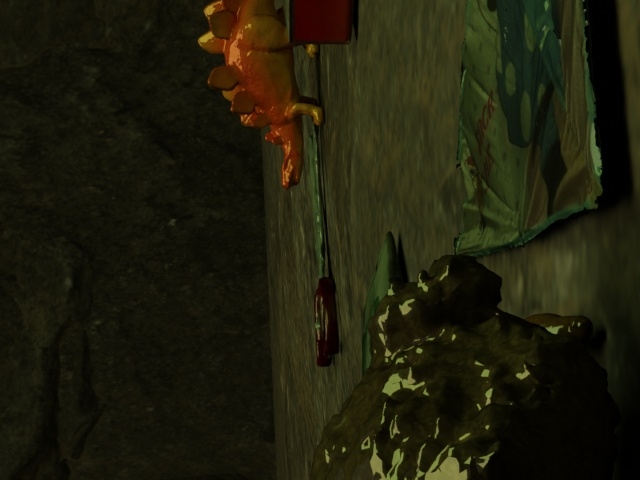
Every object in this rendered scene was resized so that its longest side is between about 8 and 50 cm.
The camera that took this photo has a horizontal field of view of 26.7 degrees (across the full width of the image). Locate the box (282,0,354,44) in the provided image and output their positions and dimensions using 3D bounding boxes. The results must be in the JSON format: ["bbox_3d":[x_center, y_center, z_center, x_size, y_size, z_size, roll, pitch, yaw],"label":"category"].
[{"bbox_3d":[-0.010,-0.260,1.021,0.229,0.050,0.123,-98,8,-47],"label":"box"}]

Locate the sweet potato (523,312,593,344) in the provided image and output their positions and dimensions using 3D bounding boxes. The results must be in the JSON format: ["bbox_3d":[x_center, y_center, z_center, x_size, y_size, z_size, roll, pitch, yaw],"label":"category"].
[{"bbox_3d":[0.068,0.045,0.449,0.115,0.026,0.026,94,171,-63],"label":"sweet potato"}]

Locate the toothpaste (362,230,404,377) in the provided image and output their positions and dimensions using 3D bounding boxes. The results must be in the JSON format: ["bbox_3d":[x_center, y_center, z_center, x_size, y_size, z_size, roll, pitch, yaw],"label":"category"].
[{"bbox_3d":[0.041,0.089,0.771,0.218,0.041,0.064,-95,15,-46],"label":"toothpaste"}]

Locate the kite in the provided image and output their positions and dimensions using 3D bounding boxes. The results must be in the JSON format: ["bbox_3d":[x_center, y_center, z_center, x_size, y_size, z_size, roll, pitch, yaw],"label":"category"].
[{"bbox_3d":[0.063,-0.111,0.480,0.314,0.011,0.335,-99,7,-52],"label":"kite"}]

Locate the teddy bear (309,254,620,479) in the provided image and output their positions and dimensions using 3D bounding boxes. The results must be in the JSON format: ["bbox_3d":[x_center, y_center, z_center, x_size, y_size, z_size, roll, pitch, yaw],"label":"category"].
[{"bbox_3d":[0.025,0.129,0.403,0.182,0.129,0.251,-123,28,-49],"label":"teddy bear"}]

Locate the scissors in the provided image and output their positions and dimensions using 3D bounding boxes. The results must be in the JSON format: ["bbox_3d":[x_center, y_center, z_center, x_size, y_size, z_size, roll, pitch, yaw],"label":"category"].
[{"bbox_3d":[0.000,0.000,1.376,0.144,0.017,0.248,109,158,-77],"label":"scissors"}]

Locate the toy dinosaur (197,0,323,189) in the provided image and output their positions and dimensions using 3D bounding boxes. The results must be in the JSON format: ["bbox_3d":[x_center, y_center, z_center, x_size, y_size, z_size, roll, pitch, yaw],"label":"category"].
[{"bbox_3d":[-0.061,-0.192,1.325,0.070,0.117,0.288,-161,65,-86],"label":"toy dinosaur"}]
